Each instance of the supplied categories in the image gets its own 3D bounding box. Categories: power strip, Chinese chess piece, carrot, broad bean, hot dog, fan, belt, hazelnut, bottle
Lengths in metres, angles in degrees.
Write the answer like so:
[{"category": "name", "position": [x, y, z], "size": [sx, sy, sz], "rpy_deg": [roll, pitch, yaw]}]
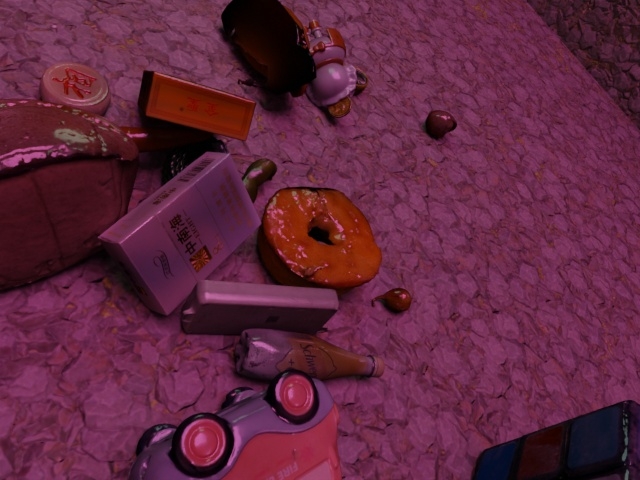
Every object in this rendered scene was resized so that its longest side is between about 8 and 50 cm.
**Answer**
[{"category": "power strip", "position": [-0.096, 0.116, 0.873], "size": [0.271, 0.118, 0.046], "rpy_deg": [7, 52, -26]}, {"category": "Chinese chess piece", "position": [-0.459, -0.278, 0.984], "size": [0.122, 0.051, 0.122], "rpy_deg": [16, 52, -21]}, {"category": "carrot", "position": [-0.360, -0.177, 0.917], "size": [0.337, 0.069, 0.069], "rpy_deg": [-7, 61, -14]}, {"category": "broad bean", "position": [-0.145, -0.101, 1.036], "size": [0.048, 0.070, 0.213], "rpy_deg": [20, 43, 17]}, {"category": "hot dog", "position": [-0.109, -0.454, 1.262], "size": [0.107, 0.194, 0.325], "rpy_deg": [14, 51, -59]}, {"category": "fan", "position": [0.062, -0.461, 1.432], "size": [0.155, 0.039, 0.082], "rpy_deg": [46, 48, 8]}, {"category": "belt", "position": [-0.236, -0.131, 1.001], "size": [0.121, 0.079, 0.151], "rpy_deg": [20, 62, -28]}, {"category": "hazelnut", "position": [0.341, -0.331, 1.480], "size": [0.087, 0.086, 0.086], "rpy_deg": [16, 52, -21]}, {"category": "bottle", "position": [-0.009, 0.201, 0.889], "size": [0.270, 0.083, 0.083], "rpy_deg": [11, 53, -25]}]

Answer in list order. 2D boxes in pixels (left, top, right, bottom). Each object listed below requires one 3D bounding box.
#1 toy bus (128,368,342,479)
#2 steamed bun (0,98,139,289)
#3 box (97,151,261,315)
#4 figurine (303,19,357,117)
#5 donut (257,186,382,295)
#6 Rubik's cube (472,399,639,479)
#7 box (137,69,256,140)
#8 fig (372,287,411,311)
[{"category": "toy bus", "position": [-0.095, 0.314, 0.693], "size": [0.288, 0.194, 0.231], "rpy_deg": [-14, 74, -37]}, {"category": "steamed bun", "position": [-0.433, -0.083, 0.745], "size": [0.301, 0.251, 0.199], "rpy_deg": [-22, 58, -37]}, {"category": "box", "position": [-0.216, -0.017, 0.854], "size": [0.243, 0.067, 0.155], "rpy_deg": [-50, 133, -33]}, {"category": "figurine", "position": [0.011, -0.434, 1.319], "size": [0.144, 0.143, 0.271], "rpy_deg": [1, 58, -30]}, {"category": "donut", "position": [-0.002, 0.001, 1.014], "size": [0.254, 0.118, 0.253], "rpy_deg": [14, 52, -19]}, {"category": "Rubik's cube", "position": [0.421, 0.503, 0.757], "size": [0.362, 0.358, 0.363], "rpy_deg": [37, 45, -1]}, {"category": "box", "position": [-0.241, -0.257, 0.979], "size": [0.175, 0.076, 0.274], "rpy_deg": [9, 14, -24]}, {"category": "fig", "position": [0.145, 0.121, 1.068], "size": [0.084, 0.050, 0.050], "rpy_deg": [-2, 58, -9]}]
